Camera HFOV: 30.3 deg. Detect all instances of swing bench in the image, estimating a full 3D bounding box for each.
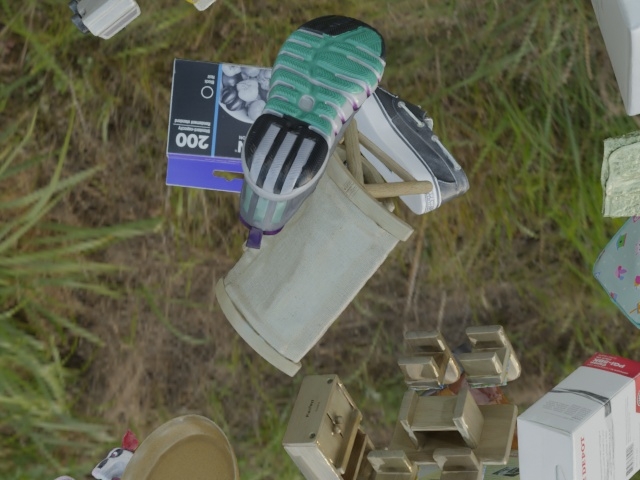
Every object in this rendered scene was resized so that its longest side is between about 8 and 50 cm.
[{"bbox_3d":[0.000,0.000,1.554,0.165,0.255,0.253,39,110,0],"label":"swing bench"}]

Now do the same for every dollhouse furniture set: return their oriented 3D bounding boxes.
[{"bbox_3d":[0.107,0.234,1.333,0.242,0.212,0.161,-6,133,28],"label":"dollhouse furniture set"}]

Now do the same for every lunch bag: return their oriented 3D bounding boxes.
[{"bbox_3d":[0.614,0.046,2.077,0.108,0.279,0.224,33,104,-21],"label":"lunch bag"}]

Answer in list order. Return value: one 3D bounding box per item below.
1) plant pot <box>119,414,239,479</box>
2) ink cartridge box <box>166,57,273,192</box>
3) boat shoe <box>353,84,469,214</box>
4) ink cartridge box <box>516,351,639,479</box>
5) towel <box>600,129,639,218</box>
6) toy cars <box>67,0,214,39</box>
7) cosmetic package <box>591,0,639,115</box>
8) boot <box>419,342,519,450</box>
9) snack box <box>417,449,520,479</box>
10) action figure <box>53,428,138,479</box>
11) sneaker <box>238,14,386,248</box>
[{"bbox_3d":[-0.184,0.343,1.529,0.236,0.236,0.032,-42,134,19],"label":"plant pot"},{"bbox_3d":[-0.139,-0.177,1.884,0.206,0.045,0.208,5,101,-2],"label":"ink cartridge box"},{"bbox_3d":[0.124,-0.168,1.835,0.102,0.301,0.108,-22,142,-18],"label":"boat shoe"},{"bbox_3d":[0.228,0.170,1.018,0.135,0.056,0.099,-27,119,-43],"label":"ink cartridge box"},{"bbox_3d":[0.343,-0.073,1.145,0.148,0.027,0.110,-14,137,2],"label":"towel"},{"bbox_3d":[-0.246,-0.363,1.742,0.393,0.176,0.087,-9,130,44],"label":"toy cars"},{"bbox_3d":[0.551,-0.451,1.718,0.329,0.394,0.327,-16,161,10],"label":"cosmetic package"},{"bbox_3d":[0.310,0.363,2.195,0.096,0.280,0.264,-19,150,-34],"label":"boot"},{"bbox_3d":[0.247,0.391,1.901,0.187,0.322,0.060,-16,92,-31],"label":"snack box"},{"bbox_3d":[-0.227,0.433,1.668,0.275,0.370,0.248,-8,151,-12],"label":"action figure"},{"bbox_3d":[-0.016,-0.095,0.962,0.083,0.224,0.098,27,138,4],"label":"sneaker"}]
